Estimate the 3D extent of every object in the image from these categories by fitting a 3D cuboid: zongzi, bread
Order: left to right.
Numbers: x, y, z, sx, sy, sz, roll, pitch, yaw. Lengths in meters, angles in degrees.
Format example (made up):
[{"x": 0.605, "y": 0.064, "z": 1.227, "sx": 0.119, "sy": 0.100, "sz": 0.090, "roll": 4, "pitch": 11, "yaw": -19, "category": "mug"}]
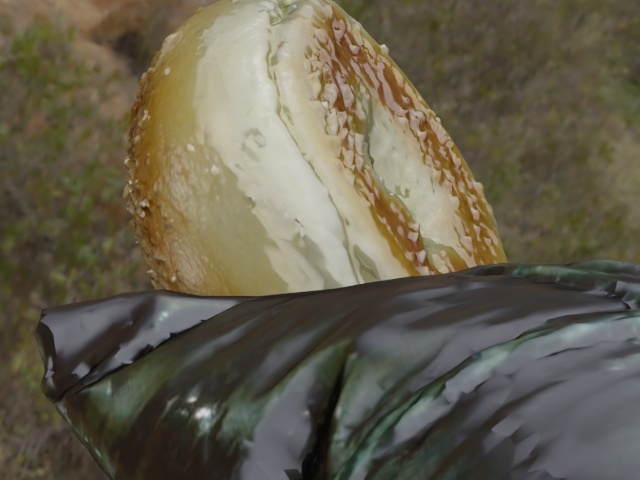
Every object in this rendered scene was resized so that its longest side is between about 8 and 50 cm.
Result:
[{"x": 0.000, "y": 0.000, "z": 0.986, "sx": 0.305, "sy": 0.159, "sz": 0.305, "roll": 49, "pitch": 22, "yaw": -28, "category": "bread"}, {"x": 0.125, "y": 0.119, "z": 0.465, "sx": 0.384, "sy": 0.319, "sz": 0.362, "roll": 21, "pitch": 6, "yaw": -19, "category": "zongzi"}]
